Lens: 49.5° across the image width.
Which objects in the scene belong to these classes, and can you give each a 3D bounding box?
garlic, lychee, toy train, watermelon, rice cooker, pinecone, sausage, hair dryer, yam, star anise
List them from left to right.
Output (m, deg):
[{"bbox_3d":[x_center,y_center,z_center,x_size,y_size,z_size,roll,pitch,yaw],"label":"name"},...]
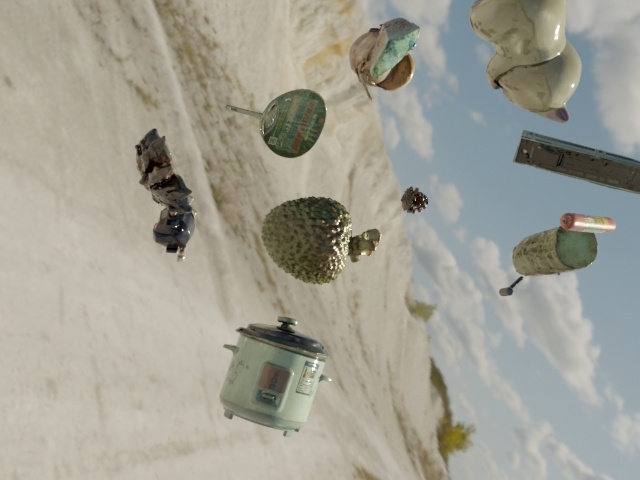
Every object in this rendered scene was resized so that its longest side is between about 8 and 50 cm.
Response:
[{"bbox_3d":[-0.428,-0.171,1.826,0.223,0.109,0.236,61,-22,18],"label":"star anise"},{"bbox_3d":[-0.121,0.348,1.851,0.316,0.317,0.264,62,-5,6],"label":"rice cooker"},{"bbox_3d":[-0.012,-0.003,2.019,0.320,0.270,0.270,38,2,-5],"label":"lychee"},{"bbox_3d":[0.185,-0.533,2.052,0.256,0.207,0.207,-77,145,-54],"label":"garlic"},{"bbox_3d":[0.188,-0.535,1.910,0.081,0.180,0.094,28,5,-46],"label":"watermelon"},{"bbox_3d":[0.344,-0.147,2.549,0.109,0.102,0.102,-1,56,-50],"label":"pinecone"},{"bbox_3d":[0.565,0.132,2.039,0.026,0.083,0.047,50,-14,-4],"label":"hair dryer"},{"bbox_3d":[0.517,0.027,1.555,0.107,0.107,0.194,62,-18,1],"label":"yam"},{"bbox_3d":[0.764,-0.221,1.978,0.088,0.407,0.086,-54,158,-55],"label":"toy train"},{"bbox_3d":[0.453,-0.028,1.170,0.223,0.029,0.029,1,53,-49],"label":"sausage"}]

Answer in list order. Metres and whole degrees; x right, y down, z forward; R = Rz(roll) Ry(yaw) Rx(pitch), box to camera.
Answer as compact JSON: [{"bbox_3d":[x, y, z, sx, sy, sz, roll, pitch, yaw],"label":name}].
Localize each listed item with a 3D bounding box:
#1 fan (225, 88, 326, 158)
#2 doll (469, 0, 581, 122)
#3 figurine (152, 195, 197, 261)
[{"bbox_3d":[-0.119,-0.335,2.065,0.012,0.294,0.223,-114,-168,-50],"label":"fan"},{"bbox_3d":[0.485,-0.472,1.632,0.215,0.226,0.370,-67,144,-48],"label":"doll"},{"bbox_3d":[-0.528,-0.068,2.530,0.308,0.143,0.308,-24,90,-84],"label":"figurine"}]
